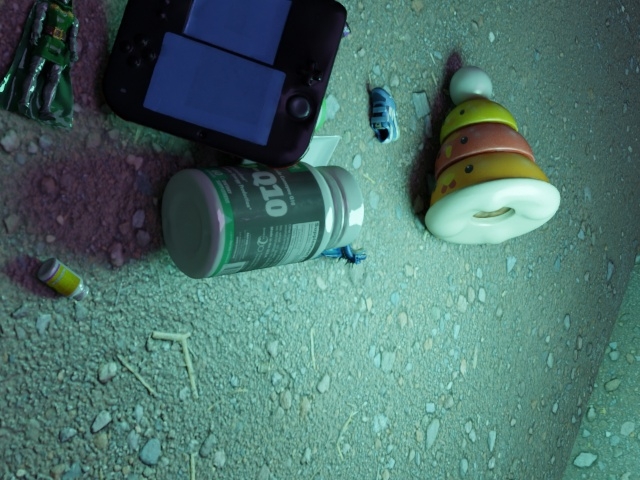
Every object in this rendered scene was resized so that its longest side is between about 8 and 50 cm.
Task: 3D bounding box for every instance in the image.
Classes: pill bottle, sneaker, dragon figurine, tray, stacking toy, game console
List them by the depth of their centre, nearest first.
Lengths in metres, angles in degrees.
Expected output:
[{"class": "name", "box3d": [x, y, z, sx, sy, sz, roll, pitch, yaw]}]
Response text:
[{"class": "pill bottle", "box3d": [-0.429, 0.068, 1.374, 0.083, 0.043, 0.043, 46, 57, -37]}, {"class": "game console", "box3d": [-0.171, -0.333, 1.489, 0.386, 0.060, 0.342, 18, 87, -12]}, {"class": "pill bottle", "box3d": [-0.105, -0.049, 1.584, 0.360, 0.204, 0.204, -9, 96, -39]}, {"class": "tray", "box3d": [-0.080, -0.168, 1.741, 0.270, 0.030, 0.145, -10, 137, -48]}, {"class": "dragon figurine", "box3d": [0.000, 0.000, 1.825, 0.289, 0.085, 0.144, -7, 94, -49]}, {"class": "sneaker", "box3d": [0.154, -0.306, 2.029, 0.059, 0.053, 0.144, -35, 113, -41]}, {"class": "stacking toy", "box3d": [0.424, -0.255, 2.213, 0.350, 0.350, 0.480, 19, 56, -46]}]

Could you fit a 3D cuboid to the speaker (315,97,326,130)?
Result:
[{"class": "speaker", "box3d": [-0.123, -0.268, 1.662, 0.296, 0.131, 0.131, -10, 96, -48]}]

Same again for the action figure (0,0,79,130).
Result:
[{"class": "action figure", "box3d": [-0.447, -0.314, 1.354, 0.137, 0.063, 0.232, 21, 70, -43]}]

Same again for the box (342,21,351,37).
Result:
[{"class": "box", "box3d": [-0.023, -0.424, 1.785, 0.162, 0.116, 0.029, -44, 119, -39]}]
